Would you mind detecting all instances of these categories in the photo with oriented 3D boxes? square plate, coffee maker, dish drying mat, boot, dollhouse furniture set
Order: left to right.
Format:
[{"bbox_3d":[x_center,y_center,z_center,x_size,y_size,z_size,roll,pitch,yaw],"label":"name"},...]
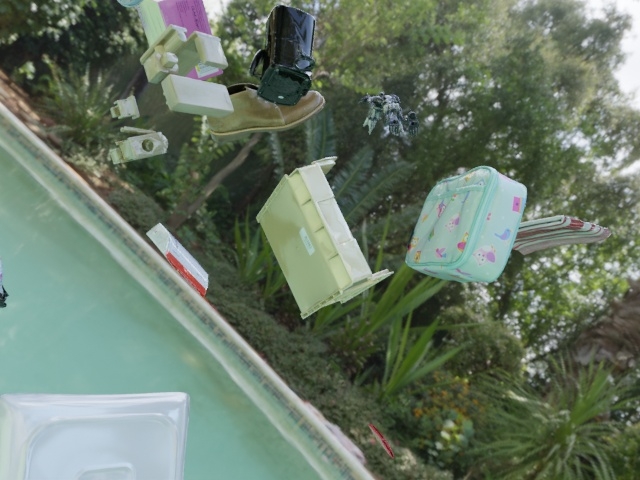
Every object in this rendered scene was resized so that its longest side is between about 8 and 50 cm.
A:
[{"bbox_3d":[-0.375,0.437,0.882,0.347,0.343,0.049,15,-23,-42],"label":"square plate"},{"bbox_3d":[-0.515,-0.304,1.427,0.182,0.101,0.160,5,-69,52],"label":"dollhouse furniture set"},{"bbox_3d":[-0.240,-0.260,0.883,0.144,0.123,0.151,-7,74,-52],"label":"dollhouse furniture set"},{"bbox_3d":[-0.136,-0.341,1.304,0.112,0.306,0.115,-117,-166,-49],"label":"boot"},{"bbox_3d":[-0.059,-0.407,1.116,0.171,0.178,0.120,-16,-28,39],"label":"coffee maker"},{"bbox_3d":[0.090,0.295,0.768,0.032,0.008,0.083,59,-9,1],"label":"dish drying mat"}]

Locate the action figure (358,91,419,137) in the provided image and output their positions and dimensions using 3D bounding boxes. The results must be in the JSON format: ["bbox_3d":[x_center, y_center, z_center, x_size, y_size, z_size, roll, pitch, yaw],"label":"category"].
[{"bbox_3d":[0.228,-0.433,1.811,0.275,0.164,0.140,-119,-149,-56],"label":"action figure"}]

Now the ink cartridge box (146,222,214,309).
[{"bbox_3d":[-0.366,0.068,1.424,0.232,0.066,0.189,30,-20,46],"label":"ink cartridge box"}]

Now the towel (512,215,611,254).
[{"bbox_3d":[0.558,-0.009,1.310,0.237,0.037,0.329,-15,-15,42],"label":"towel"}]

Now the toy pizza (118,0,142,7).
[{"bbox_3d":[-0.331,-0.525,0.933,0.032,0.201,0.201,-9,36,-47],"label":"toy pizza"}]

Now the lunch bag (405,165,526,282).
[{"bbox_3d":[0.284,-0.032,1.057,0.108,0.223,0.279,21,-7,-13],"label":"lunch bag"}]

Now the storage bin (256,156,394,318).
[{"bbox_3d":[0.000,0.000,1.088,0.262,0.123,0.260,65,-29,10],"label":"storage bin"}]

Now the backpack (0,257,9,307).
[{"bbox_3d":[-0.890,0.083,1.344,0.115,0.152,0.181,-43,-130,50],"label":"backpack"}]

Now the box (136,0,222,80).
[{"bbox_3d":[-0.388,-0.561,1.410,0.243,0.117,0.213,38,-32,47],"label":"box"}]
